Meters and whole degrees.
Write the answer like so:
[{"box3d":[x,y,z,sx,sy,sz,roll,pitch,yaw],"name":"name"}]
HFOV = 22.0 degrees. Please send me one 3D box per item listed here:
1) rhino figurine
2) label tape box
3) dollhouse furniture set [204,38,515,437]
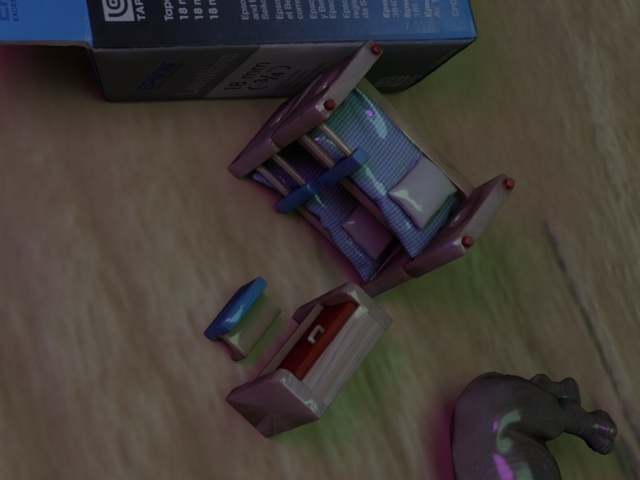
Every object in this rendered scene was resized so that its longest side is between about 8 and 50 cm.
[{"box3d":[0.125,0.196,1.036,0.106,0.073,0.243,13,71,-28],"name":"rhino figurine"},{"box3d":[-0.086,-0.217,1.029,0.334,0.106,0.240,-4,77,-29],"name":"label tape box"},{"box3d":[0.000,0.000,0.995,0.129,0.129,0.183,44,60,-10],"name":"dollhouse furniture set"}]
